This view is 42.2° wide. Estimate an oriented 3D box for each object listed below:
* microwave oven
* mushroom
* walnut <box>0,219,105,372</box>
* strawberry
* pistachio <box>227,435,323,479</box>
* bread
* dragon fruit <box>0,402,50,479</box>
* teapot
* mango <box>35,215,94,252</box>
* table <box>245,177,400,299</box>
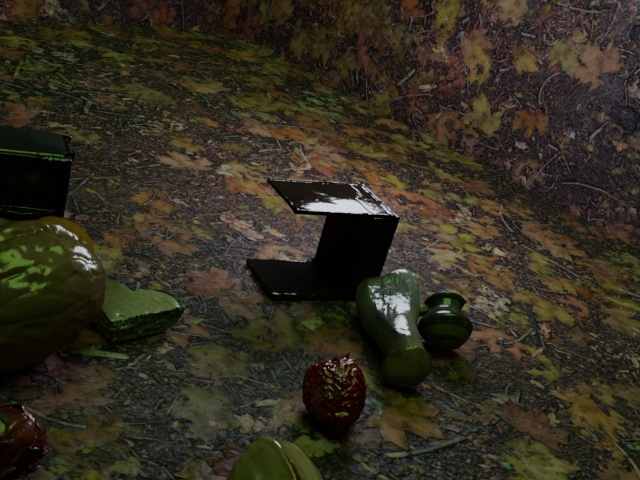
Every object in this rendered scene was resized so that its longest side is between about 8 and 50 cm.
[{"bbox_3d":[-0.738,-0.168,2.026,0.247,0.178,0.188,5,25,-23],"label":"microwave oven"},{"bbox_3d":[0.175,0.192,1.892,0.122,0.159,0.328,43,16,-30],"label":"mushroom"},{"bbox_3d":[-0.540,0.094,1.508,0.313,0.277,0.252,-24,85,-47],"label":"walnut"},{"bbox_3d":[0.027,0.296,1.614,0.131,0.131,0.148,15,17,-4],"label":"strawberry"},{"bbox_3d":[-0.052,0.413,1.289,0.157,0.157,0.229,-4,44,-37],"label":"pistachio"},{"bbox_3d":[-0.401,0.149,1.713,0.232,0.064,0.172,12,26,-8],"label":"bread"},{"bbox_3d":[-0.490,0.312,1.279,0.142,0.130,0.121,15,58,-7],"label":"dragon fruit"},{"bbox_3d":[0.279,0.193,1.980,0.166,0.130,0.119,-6,53,17],"label":"teapot"},{"bbox_3d":[-0.562,0.026,1.813,0.147,0.109,0.227,-2,33,-43],"label":"mango"},{"bbox_3d":[0.000,0.000,2.053,0.282,0.250,0.196,3,29,-30],"label":"table"}]
